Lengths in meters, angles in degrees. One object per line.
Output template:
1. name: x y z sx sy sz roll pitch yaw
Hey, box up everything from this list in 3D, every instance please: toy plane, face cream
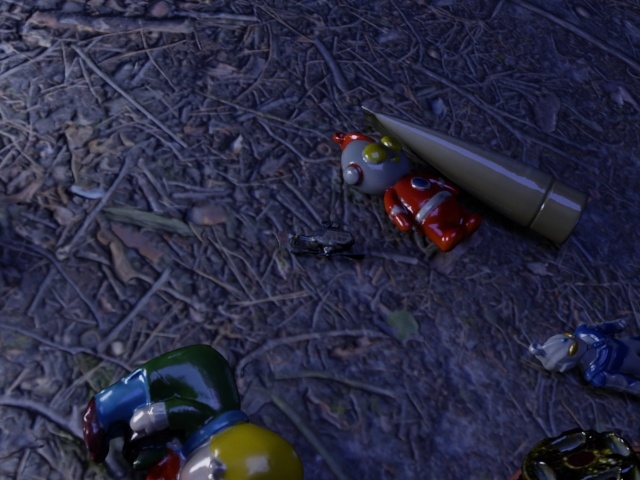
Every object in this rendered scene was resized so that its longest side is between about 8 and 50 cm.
1. toy plane: 0.000 0.000 1.329 0.120 0.031 0.049 8 56 -14
2. face cream: 0.213 -0.106 1.445 0.341 0.137 0.084 27 90 6

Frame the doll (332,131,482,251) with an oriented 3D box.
1. doll: 0.111 -0.080 1.406 0.245 0.076 0.142 43 42 16

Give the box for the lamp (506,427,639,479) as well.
1. lamp: 0.272 0.303 0.951 0.305 0.240 0.305 -16 17 5

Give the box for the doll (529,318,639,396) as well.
1. doll: 0.372 0.148 1.288 0.227 0.057 0.114 1 53 -18

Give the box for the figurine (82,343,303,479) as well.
1. figurine: -0.124 0.230 1.026 0.185 0.127 0.234 -22 68 -26
